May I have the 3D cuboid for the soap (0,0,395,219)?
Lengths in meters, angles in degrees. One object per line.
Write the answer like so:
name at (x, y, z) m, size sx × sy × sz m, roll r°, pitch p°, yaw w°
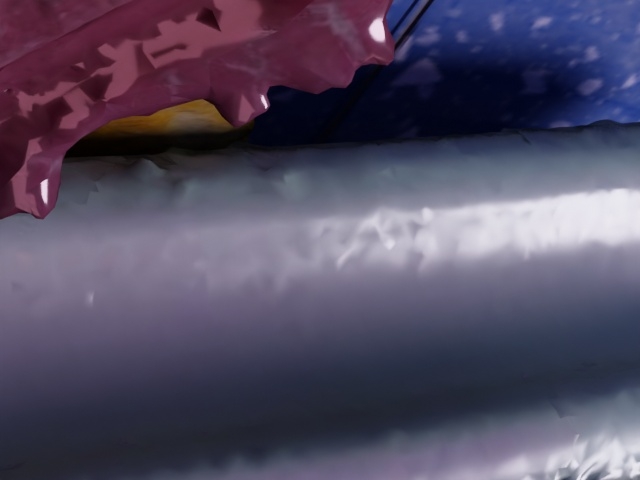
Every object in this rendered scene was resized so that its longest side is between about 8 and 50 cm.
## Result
soap at (-0.077, -0.118, 0.343) m, size 0.325 × 0.127 × 0.220 m, roll -24°, pitch 148°, yaw 10°

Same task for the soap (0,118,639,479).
soap at (0.014, 0.080, 0.596) m, size 0.446 × 0.156 × 0.261 m, roll -6°, pitch 152°, yaw -29°

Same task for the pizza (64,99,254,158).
pizza at (-0.155, -0.025, 0.511) m, size 0.262 × 0.034 × 0.181 m, roll -6°, pitch 161°, yaw -13°
